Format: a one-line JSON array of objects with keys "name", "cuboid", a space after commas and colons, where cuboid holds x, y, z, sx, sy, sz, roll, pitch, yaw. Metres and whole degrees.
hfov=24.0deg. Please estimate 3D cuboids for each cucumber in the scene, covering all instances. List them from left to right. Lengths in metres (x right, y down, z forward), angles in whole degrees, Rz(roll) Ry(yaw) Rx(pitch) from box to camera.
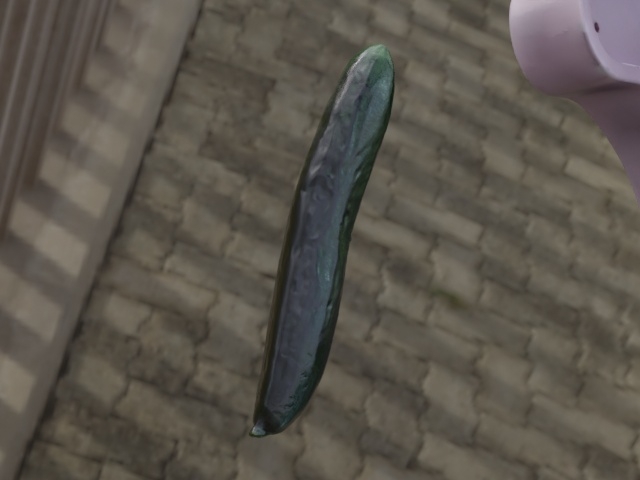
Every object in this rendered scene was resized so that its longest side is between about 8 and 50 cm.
[{"name": "cucumber", "cuboid": [0.000, 0.000, 1.041, 0.056, 0.284, 0.056, 16, -3, 1]}]

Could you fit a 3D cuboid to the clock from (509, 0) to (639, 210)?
[{"name": "clock", "cuboid": [0.290, -0.137, 1.351, 0.080, 0.290, 0.275, -12, 7, 42]}]
